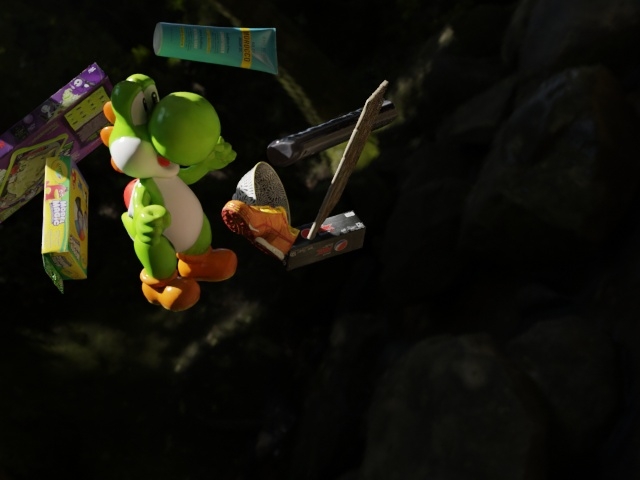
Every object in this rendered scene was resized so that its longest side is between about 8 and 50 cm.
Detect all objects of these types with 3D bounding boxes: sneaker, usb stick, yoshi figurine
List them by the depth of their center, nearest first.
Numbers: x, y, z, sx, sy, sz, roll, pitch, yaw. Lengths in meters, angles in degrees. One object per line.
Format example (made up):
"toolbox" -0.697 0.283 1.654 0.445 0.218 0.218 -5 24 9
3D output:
"sneaker" -0.086 -0.029 1.441 0.067 0.064 0.175 -60 -26 -5
"yoshi figurine" -0.217 -0.081 1.575 0.203 0.362 0.203 -16 24 -9
"usb stick" 0.024 -0.175 1.630 0.077 0.045 0.278 -13 10 43

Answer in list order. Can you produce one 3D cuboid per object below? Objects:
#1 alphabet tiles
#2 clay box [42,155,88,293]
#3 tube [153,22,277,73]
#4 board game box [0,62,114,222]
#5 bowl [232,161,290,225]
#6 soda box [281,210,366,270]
"alphabet tiles" 0.045 -0.121 1.372 0.237 0.009 0.198 -58 -8 -69
"clay box" -0.460 -0.026 1.834 0.127 0.053 0.222 83 -179 -66
"tube" -0.169 -0.321 1.666 0.052 0.207 0.080 170 100 -65
"board game box" -0.532 -0.179 1.950 0.347 0.056 0.208 -40 -18 -10
"bowl" -0.135 -0.075 2.136 0.080 0.170 0.170 -15 35 19
"soda box" 0.000 0.000 1.928 0.053 0.169 0.060 55 150 36
